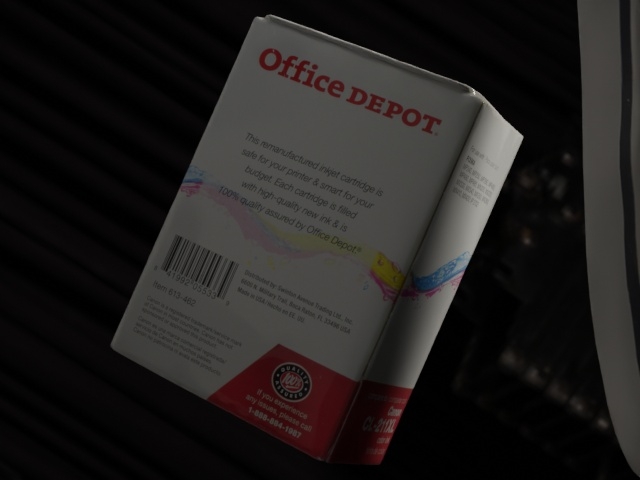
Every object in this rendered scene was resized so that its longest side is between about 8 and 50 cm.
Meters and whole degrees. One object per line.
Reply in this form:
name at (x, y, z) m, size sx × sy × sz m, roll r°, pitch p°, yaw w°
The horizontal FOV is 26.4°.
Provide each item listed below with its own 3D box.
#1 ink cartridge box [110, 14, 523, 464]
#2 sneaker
ink cartridge box at (0.000, 0.000, 0.642) m, size 0.072 × 0.127 × 0.175 m, roll 23°, pitch 91°, yaw -63°
sneaker at (0.172, -0.049, 0.538) m, size 0.126 × 0.127 × 0.321 m, roll -39°, pitch 125°, yaw -60°
